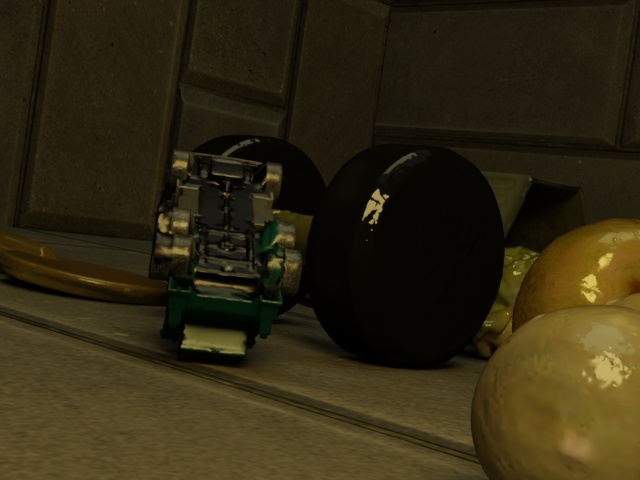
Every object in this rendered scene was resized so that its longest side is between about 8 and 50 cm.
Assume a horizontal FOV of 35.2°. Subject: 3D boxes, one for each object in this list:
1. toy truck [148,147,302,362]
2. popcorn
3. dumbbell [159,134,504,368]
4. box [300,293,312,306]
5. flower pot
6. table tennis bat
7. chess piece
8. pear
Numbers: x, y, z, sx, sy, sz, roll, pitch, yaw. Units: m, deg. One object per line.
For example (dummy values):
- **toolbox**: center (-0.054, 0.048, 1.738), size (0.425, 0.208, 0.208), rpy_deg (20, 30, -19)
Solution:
- **toy truck**: center (-0.085, 0.017, 0.817), size (0.110, 0.116, 0.216), rpy_deg (8, 30, -11)
- **popcorn**: center (0.203, 0.069, 1.076), size (0.145, 0.126, 0.126), rpy_deg (14, -5, 11)
- **dumbbell**: center (0.000, 0.000, 1.005), size (0.203, 0.204, 0.322), rpy_deg (7, 2, -43)
- **box**: center (0.024, 0.052, 1.547), size (0.198, 0.084, 0.310), rpy_deg (7, 2, -24)
- **flower pot**: center (0.211, 0.020, 1.275), size (0.189, 0.239, 0.209), rpy_deg (11, 35, 45)
- **table tennis bat**: center (-0.312, 0.029, 1.195), size (0.321, 0.050, 0.198), rpy_deg (13, 2, 30)
- **chess piece**: center (0.178, 0.081, 0.499), size (0.261, 0.143, 0.142), rpy_deg (-3, 8, -43)
- **pear**: center (0.238, 0.067, 0.815), size (0.178, 0.178, 0.178), rpy_deg (8, 1, 0)
